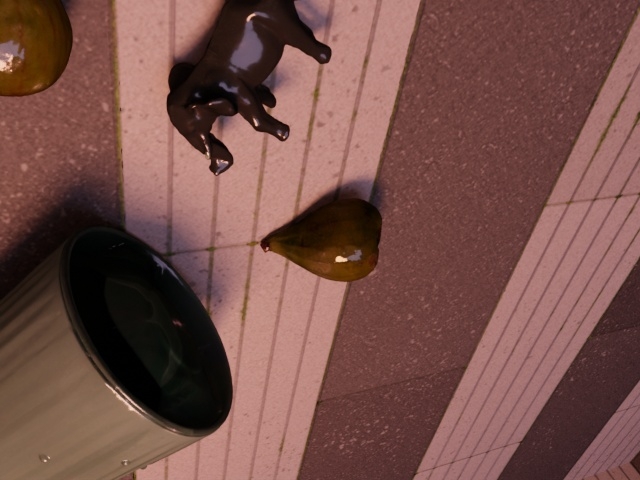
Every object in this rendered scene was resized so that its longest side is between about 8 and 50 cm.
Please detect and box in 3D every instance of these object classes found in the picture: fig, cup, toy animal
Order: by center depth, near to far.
[{"bbox_3d":[-0.318,-0.257,0.602,0.124,0.124,0.236,-14,111,-17],"label":"fig"},{"bbox_3d":[-0.096,-0.196,0.767,0.146,0.114,0.245,19,98,-46],"label":"toy animal"},{"bbox_3d":[-0.327,0.222,0.887,0.392,0.310,0.401,-34,135,12],"label":"cup"},{"bbox_3d":[0.011,0.003,1.014,0.185,0.133,0.126,-7,167,32],"label":"fig"}]
